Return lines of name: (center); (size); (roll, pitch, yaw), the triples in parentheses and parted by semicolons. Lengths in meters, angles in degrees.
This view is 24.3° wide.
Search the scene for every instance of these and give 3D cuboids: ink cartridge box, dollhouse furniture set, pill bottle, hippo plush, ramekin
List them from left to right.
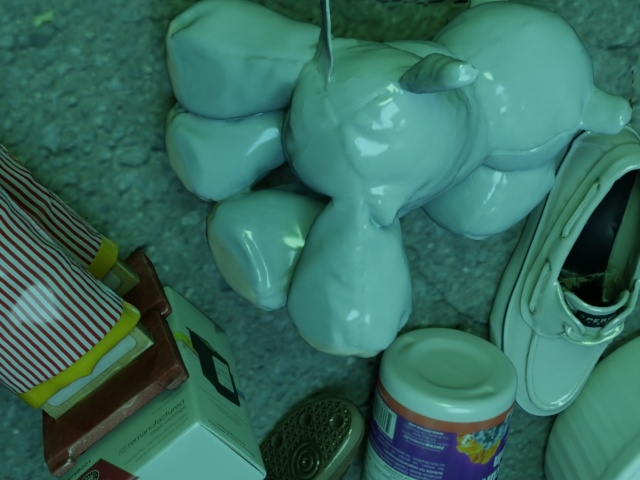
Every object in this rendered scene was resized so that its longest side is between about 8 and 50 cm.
dollhouse furniture set: (-0.295, 0.105, 0.997); (0.374, 0.152, 0.201); (-40, 124, 10)
ink cartridge box: (-0.121, 0.133, 1.053); (0.127, 0.175, 0.072); (-41, 121, 10)
hippo plush: (0.051, -0.096, 0.975); (0.236, 0.234, 0.294); (-26, 148, -36)
pill bottle: (0.088, 0.176, 1.181); (0.108, 0.108, 0.193); (-2, 122, -15)
ramekin: (0.324, 0.197, 1.247); (0.277, 0.135, 0.277); (-8, 123, -12)

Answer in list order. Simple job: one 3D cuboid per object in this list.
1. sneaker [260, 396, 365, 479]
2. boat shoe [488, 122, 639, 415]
sneaker: (-0.017, 0.198, 1.203); (0.071, 0.066, 0.188); (19, 121, -44)
boat shoe: (0.201, 0.036, 1.137); (0.096, 0.088, 0.267); (4, 120, -19)
